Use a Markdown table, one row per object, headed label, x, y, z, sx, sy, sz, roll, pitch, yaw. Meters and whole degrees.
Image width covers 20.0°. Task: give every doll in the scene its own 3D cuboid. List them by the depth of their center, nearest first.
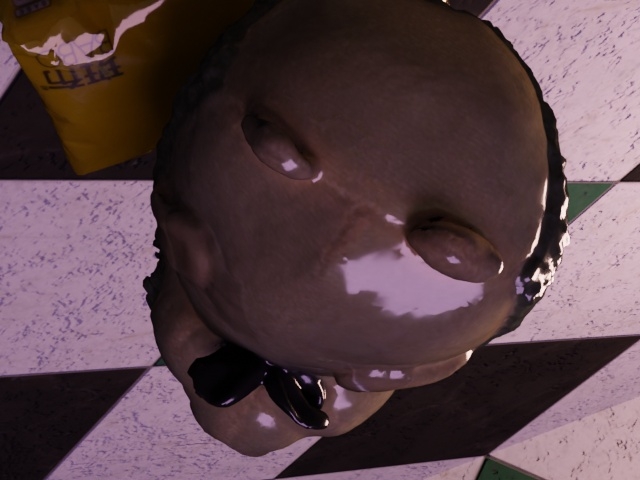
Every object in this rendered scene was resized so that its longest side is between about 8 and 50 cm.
| label | x | y | z | sx | sy | sz | roll | pitch | yaw |
| --- | --- | --- | --- | --- | --- | --- | --- | --- | --- |
| doll | 0.000 | 0.000 | 1.076 | 0.247 | 0.247 | 0.349 | -10 | 167 | -20 |

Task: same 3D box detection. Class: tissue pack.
| label | x | y | z | sx | sy | sz | roll | pitch | yaw |
| --- | --- | --- | --- | --- | --- | --- | --- | --- | --- |
| tissue pack | -0.063 | -0.160 | 1.126 | 0.271 | 0.134 | 0.192 | -20 | 156 | 0 |
